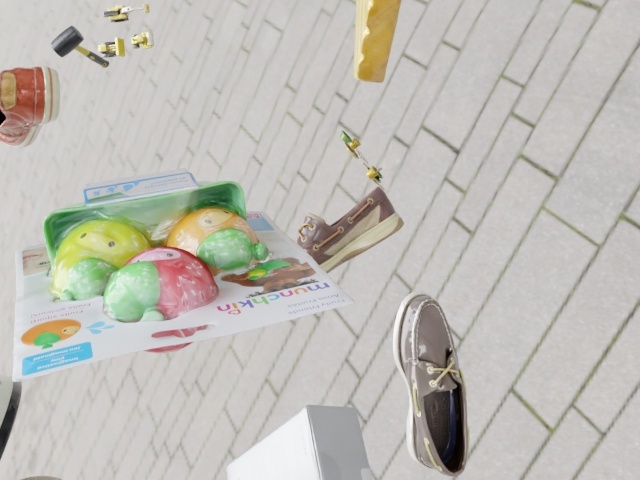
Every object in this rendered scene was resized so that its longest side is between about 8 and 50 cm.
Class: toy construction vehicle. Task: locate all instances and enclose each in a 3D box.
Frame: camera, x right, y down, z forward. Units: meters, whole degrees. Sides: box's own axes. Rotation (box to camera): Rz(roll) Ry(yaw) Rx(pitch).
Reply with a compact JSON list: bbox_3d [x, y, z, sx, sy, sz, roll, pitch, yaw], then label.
[{"bbox_3d":[-0.338,-0.361,1.378,0.035,0.098,0.086,-12,-80,-81],"label":"toy construction vehicle"}]

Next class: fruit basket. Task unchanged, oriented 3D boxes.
[{"bbox_3d":[-0.174,0.028,0.890,0.353,0.326,0.166,-145,46,-68],"label":"fruit basket"}]

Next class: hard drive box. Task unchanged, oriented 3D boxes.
[{"bbox_3d":[-0.031,0.361,1.125,0.232,0.089,0.181,-44,47,40],"label":"hard drive box"}]

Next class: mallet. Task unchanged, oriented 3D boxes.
[{"bbox_3d":[-0.480,-0.395,1.658,0.062,0.189,0.039,-39,81,14],"label":"mallet"}]

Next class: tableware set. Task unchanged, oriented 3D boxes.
[{"bbox_3d":[0.095,-0.183,1.777,0.024,0.104,0.154,-41,44,15],"label":"tableware set"}]

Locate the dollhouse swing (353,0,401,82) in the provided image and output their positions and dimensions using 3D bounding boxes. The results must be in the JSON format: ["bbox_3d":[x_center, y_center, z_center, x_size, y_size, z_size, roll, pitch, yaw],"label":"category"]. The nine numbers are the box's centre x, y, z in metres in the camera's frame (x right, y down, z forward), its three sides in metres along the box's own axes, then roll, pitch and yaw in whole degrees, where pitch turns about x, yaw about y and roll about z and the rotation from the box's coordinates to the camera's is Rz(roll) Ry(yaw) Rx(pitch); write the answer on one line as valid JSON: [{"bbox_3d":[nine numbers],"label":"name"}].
[{"bbox_3d":[-0.035,-0.370,0.766,0.347,0.315,0.305,99,-170,-64],"label":"dollhouse swing"}]

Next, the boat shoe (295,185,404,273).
[{"bbox_3d":[0.000,0.000,1.634,0.123,0.341,0.123,62,173,-3],"label":"boat shoe"}]

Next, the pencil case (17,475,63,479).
[{"bbox_3d":[-0.262,0.380,0.991,0.410,0.183,0.160,-11,96,39],"label":"pencil case"}]

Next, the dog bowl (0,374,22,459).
[{"bbox_3d":[-0.521,0.316,0.938,0.408,0.150,0.408,-45,26,29],"label":"dog bowl"}]

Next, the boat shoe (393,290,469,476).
[{"bbox_3d":[0.201,0.251,1.401,0.096,0.116,0.325,13,110,63],"label":"boat shoe"}]

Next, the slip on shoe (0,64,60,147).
[{"bbox_3d":[-0.522,-0.228,1.356,0.331,0.101,0.123,-2,91,60],"label":"slip on shoe"}]
